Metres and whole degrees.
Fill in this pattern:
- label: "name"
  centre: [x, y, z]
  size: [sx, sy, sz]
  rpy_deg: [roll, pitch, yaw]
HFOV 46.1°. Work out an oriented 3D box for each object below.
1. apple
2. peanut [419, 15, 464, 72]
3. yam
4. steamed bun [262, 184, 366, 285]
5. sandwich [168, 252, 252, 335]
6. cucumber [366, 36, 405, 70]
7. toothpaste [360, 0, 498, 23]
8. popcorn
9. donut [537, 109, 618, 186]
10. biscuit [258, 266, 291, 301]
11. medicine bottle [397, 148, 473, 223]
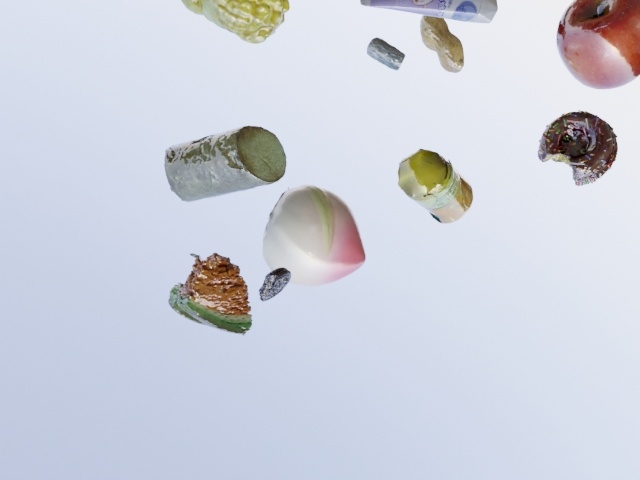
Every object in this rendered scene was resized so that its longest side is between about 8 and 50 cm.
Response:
- label: "apple"
  centre: [0.520, -0.365, 1.361]
  size: [0.168, 0.181, 0.181]
  rpy_deg: [46, -152, -34]
- label: "peanut"
  centre: [0.342, -0.556, 2.122]
  size: [0.089, 0.089, 0.193]
  rpy_deg: [-15, -110, -53]
- label: "yam"
  centre: [-0.257, -0.200, 1.965]
  size: [0.168, 0.304, 0.168]
  rpy_deg: [34, -129, -56]
- label: "steamed bun"
  centre: [0.000, 0.000, 2.174]
  size: [0.309, 0.309, 0.309]
  rpy_deg: [29, -144, -24]
- label: "sandwich"
  centre: [-0.222, 0.111, 1.623]
  size: [0.184, 0.160, 0.109]
  rpy_deg: [26, 179, -35]
- label: "cucumber"
  centre: [0.190, -0.533, 2.151]
  size: [0.112, 0.064, 0.064]
  rpy_deg: [32, -149, 11]
- label: "toothpaste"
  centre: [0.249, -0.575, 1.761]
  size: [0.371, 0.080, 0.125]
  rpy_deg: [4, -90, -27]
- label: "popcorn"
  centre: [-0.209, -0.650, 1.940]
  size: [0.286, 0.225, 0.174]
  rpy_deg: [33, -178, 18]
- label: "donut"
  centre: [0.763, -0.284, 2.229]
  size: [0.230, 0.216, 0.096]
  rpy_deg: [55, -167, 31]
- label: "biscuit"
  centre: [-0.097, 0.090, 1.550]
  size: [0.027, 0.087, 0.089]
  rpy_deg: [47, 179, 18]
- label: "medicine bottle"
  centre: [0.261, -0.124, 1.697]
  size: [0.124, 0.124, 0.239]
  rpy_deg: [62, -163, 24]
